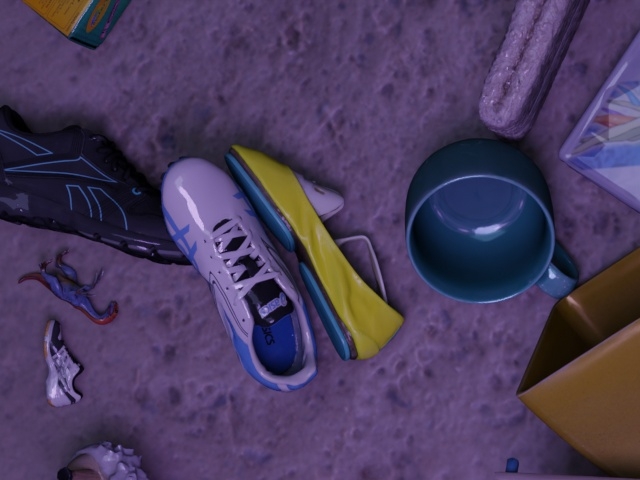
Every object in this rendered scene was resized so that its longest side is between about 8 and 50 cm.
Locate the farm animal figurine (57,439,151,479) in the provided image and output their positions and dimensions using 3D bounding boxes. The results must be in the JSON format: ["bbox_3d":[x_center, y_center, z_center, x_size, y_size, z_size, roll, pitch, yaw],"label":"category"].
[{"bbox_3d":[-0.166,0.393,1.731,0.326,0.172,0.330,39,105,25],"label":"farm animal figurine"}]

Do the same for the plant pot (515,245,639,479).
[{"bbox_3d":[0.315,0.106,1.582,0.212,0.212,0.187,-36,96,24],"label":"plant pot"}]

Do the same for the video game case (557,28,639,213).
[{"bbox_3d":[0.418,-0.127,1.661,0.300,0.036,0.329,35,96,13],"label":"video game case"}]

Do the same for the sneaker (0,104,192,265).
[{"bbox_3d":[-0.208,-0.049,1.786,0.267,0.101,0.106,16,84,11],"label":"sneaker"}]

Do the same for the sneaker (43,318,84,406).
[{"bbox_3d":[-0.243,0.115,1.826,0.037,0.032,0.083,-5,91,0],"label":"sneaker"}]

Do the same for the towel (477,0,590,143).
[{"bbox_3d":[0.205,-0.219,1.642,0.049,0.187,0.282,24,93,10],"label":"towel"}]

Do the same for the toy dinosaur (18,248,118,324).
[{"bbox_3d":[-0.231,0.049,1.829,0.090,0.047,0.082,-31,89,44],"label":"toy dinosaur"}]

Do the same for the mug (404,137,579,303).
[{"bbox_3d":[0.144,-0.013,1.690,0.129,0.097,0.158,-18,119,12],"label":"mug"}]

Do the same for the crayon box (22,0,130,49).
[{"bbox_3d":[-0.207,-0.341,1.807,0.165,0.081,0.278,37,96,13],"label":"crayon box"}]

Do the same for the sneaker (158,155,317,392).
[{"bbox_3d":[-0.066,0.028,1.715,0.085,0.086,0.237,-34,108,-22],"label":"sneaker"}]

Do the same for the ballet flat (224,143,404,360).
[{"bbox_3d":[0.000,0.000,1.751,0.077,0.077,0.231,-30,83,-10],"label":"ballet flat"}]

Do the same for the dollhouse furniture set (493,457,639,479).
[{"bbox_3d":[0.187,0.317,1.535,0.286,0.303,0.198,2,50,14],"label":"dollhouse furniture set"}]
